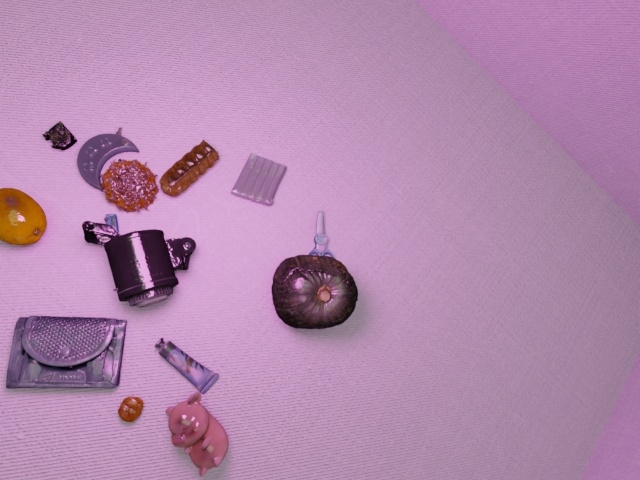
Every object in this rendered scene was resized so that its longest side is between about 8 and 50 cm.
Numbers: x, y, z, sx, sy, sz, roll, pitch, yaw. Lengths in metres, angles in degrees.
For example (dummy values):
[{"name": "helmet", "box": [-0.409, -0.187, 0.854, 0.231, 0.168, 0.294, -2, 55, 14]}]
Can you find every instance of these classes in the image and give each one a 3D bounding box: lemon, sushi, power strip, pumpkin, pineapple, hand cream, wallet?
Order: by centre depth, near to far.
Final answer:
[{"name": "lemon", "box": [-1.035, -0.080, 1.405, 0.207, 0.170, 0.170, 43, 70, 3]}, {"name": "wallet", "box": [-0.856, 0.377, 1.405, 0.341, 0.075, 0.238, 5, 74, -15]}, {"name": "hand cream", "box": [-0.491, 0.448, 1.510, 0.256, 0.055, 0.088, 44, 74, -10]}, {"name": "sushi", "box": [-0.973, -0.382, 1.549, 0.084, 0.056, 0.083, -45, 100, -21]}, {"name": "pineapple", "box": [-0.708, -0.209, 1.549, 0.224, 0.076, 0.225, -1, 91, -31]}, {"name": "power strip", "box": [-0.817, -0.324, 1.580, 0.167, 0.054, 0.254, 33, 72, -8]}, {"name": "pumpkin", "box": [-0.019, 0.194, 1.583, 0.327, 0.257, 0.292, -7, 92, -12]}]

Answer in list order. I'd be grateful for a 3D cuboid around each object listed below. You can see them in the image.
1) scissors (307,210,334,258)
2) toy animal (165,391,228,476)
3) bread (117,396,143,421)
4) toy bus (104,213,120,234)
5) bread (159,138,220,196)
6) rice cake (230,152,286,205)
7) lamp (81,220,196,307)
[{"name": "scissors", "box": [0.000, 0.000, 1.757, 0.125, 0.030, 0.256, 2, 80, -15]}, {"name": "toy animal", "box": [-0.418, 0.659, 1.424, 0.166, 0.154, 0.250, -33, 94, 2]}, {"name": "bread", "box": [-0.653, 0.578, 1.431, 0.083, 0.046, 0.081, -38, 93, -21]}, {"name": "toy bus", "box": [-0.775, -0.056, 1.540, 0.045, 0.038, 0.084, -9, 81, -21]}, {"name": "bread", "box": [-0.521, -0.280, 1.639, 0.087, 0.098, 0.269, 27, 66, 36]}, {"name": "rice cake", "box": [-0.255, -0.254, 1.736, 0.189, 0.037, 0.198, 18, 74, -11]}, {"name": "lamp", "box": [-0.636, 0.097, 1.455, 0.373, 0.205, 0.273, 6, 72, -26]}]
